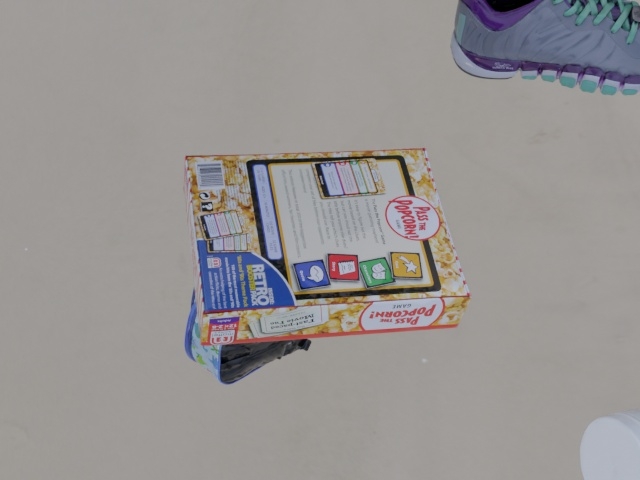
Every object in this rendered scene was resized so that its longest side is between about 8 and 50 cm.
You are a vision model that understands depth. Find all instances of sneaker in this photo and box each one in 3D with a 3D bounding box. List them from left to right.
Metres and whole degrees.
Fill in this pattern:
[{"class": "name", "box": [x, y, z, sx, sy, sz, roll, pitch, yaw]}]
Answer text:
[{"class": "sneaker", "box": [0.223, -0.185, 0.818, 0.223, 0.098, 0.083, 3, 54, 11]}]

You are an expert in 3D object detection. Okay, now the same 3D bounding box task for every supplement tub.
[{"class": "supplement tub", "box": [0.234, 0.141, 0.626, 0.107, 0.071, 0.071, -5, 91, -24]}]

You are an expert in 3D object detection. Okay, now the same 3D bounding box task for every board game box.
[{"class": "board game box", "box": [0.000, 0.000, 0.717, 0.193, 0.045, 0.147, -2, 54, -12]}]

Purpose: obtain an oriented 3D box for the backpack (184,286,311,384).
[{"class": "backpack", "box": [-0.069, 0.067, 0.850, 0.114, 0.084, 0.105, -30, 142, -40]}]
